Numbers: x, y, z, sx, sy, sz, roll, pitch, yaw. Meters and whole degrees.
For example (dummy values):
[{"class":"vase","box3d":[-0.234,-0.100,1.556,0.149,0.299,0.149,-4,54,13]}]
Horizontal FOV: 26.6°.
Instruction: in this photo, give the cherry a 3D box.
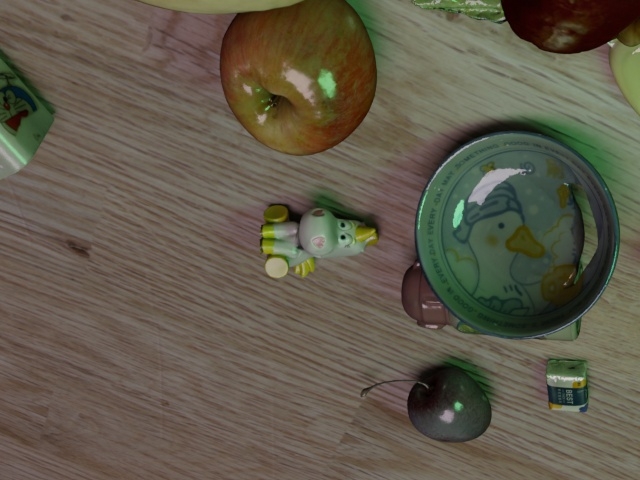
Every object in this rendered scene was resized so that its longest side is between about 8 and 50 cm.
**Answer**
[{"class":"cherry","box3d":[0.185,0.269,2.139,0.148,0.115,0.188,3,160,-43]}]

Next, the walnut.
[{"class":"walnut","box3d":[0.327,-0.315,1.451,0.244,0.222,0.269,28,150,8]}]

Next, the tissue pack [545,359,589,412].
[{"class":"tissue pack","box3d":[0.378,0.223,2.067,0.062,0.042,0.083,4,133,18]}]

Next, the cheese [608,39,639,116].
[{"class":"cheese","box3d":[0.379,-0.231,1.623,0.251,0.054,0.127,36,130,-16]}]

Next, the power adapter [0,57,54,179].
[{"class":"power adapter","box3d":[-0.493,-0.193,1.886,0.125,0.130,0.205,-19,126,32]}]

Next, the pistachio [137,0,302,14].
[{"class":"pistachio","box3d":[-0.140,-0.360,1.582,0.318,0.214,0.193,15,93,-6]}]

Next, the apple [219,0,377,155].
[{"class":"apple","box3d":[-0.027,-0.215,1.694,0.209,0.164,0.209,18,136,18]}]

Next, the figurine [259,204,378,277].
[{"class":"figurine","box3d":[-0.002,-0.003,1.951,0.178,0.109,0.129,-18,151,31]}]

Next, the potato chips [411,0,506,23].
[{"class":"potato chips","box3d":[0.166,-0.306,1.635,0.207,0.028,0.092,7,133,9]}]

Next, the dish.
[{"class":"dish","box3d":[0.276,-0.012,1.810,0.273,0.134,0.273,3,96,25]}]

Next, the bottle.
[{"class":"bottle","box3d":[0.241,0.078,1.918,0.253,0.120,0.120,2,133,17]}]
